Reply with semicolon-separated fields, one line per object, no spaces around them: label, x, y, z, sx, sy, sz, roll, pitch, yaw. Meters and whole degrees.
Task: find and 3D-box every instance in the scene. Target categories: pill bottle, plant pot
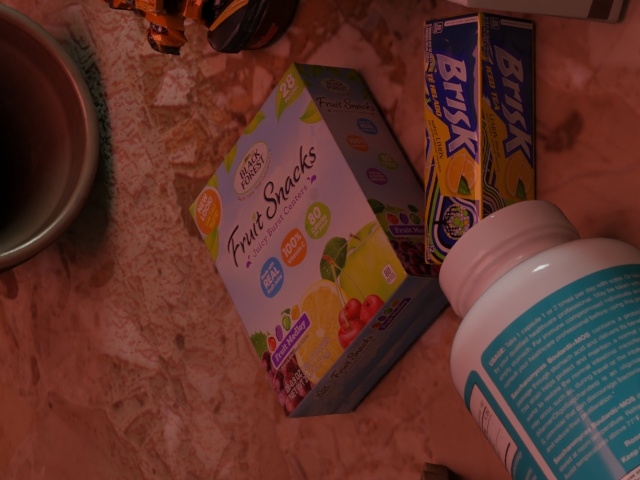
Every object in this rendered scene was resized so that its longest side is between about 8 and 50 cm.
pill bottle;0.173;0.100;0.981;0.146;0.146;0.264;-55;51;33
plant pot;-0.361;-0.071;1.562;0.229;0.263;0.263;147;117;-63

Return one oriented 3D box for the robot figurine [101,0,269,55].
robot figurine;-0.092;-0.269;1.110;0.211;0.085;0.291;26;111;47

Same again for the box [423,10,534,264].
box;0.108;-0.068;1.126;0.054;0.059;0.169;-3;88;47

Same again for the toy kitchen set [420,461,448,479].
toy kitchen set;0.101;0.205;1.152;0.083;0.075;0.068;-91;13;-81

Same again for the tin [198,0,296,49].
tin;-0.073;-0.244;1.361;0.106;0.040;0.189;-42;59;45

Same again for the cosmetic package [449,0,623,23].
cosmetic package;0.049;-0.299;1.126;0.385;0.156;0.217;29;112;47

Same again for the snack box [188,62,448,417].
snack box;0.000;0.000;1.244;0.174;0.070;0.207;-52;51;36
